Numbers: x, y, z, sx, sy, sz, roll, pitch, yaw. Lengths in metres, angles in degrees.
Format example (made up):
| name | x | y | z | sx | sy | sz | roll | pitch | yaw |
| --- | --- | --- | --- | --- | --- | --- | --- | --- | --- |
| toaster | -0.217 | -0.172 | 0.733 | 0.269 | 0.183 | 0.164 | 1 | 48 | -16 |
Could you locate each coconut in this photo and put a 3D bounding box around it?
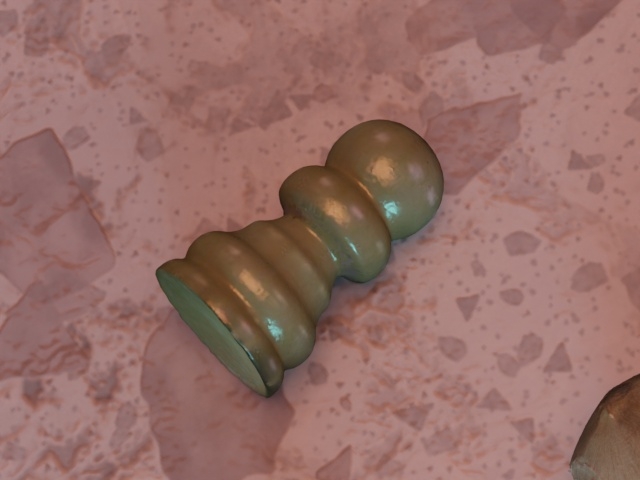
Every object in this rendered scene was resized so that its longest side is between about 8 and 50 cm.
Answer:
| name | x | y | z | sx | sy | sz | roll | pitch | yaw |
| --- | --- | --- | --- | --- | --- | --- | --- | --- | --- |
| coconut | 0.278 | 0.175 | 1.527 | 0.161 | 0.161 | 0.162 | -46 | 106 | -9 |

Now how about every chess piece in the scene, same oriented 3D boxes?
| name | x | y | z | sx | sy | sz | roll | pitch | yaw |
| --- | --- | --- | --- | --- | --- | --- | --- | --- | --- |
| chess piece | 0.000 | 0.000 | 1.646 | 0.251 | 0.144 | 0.144 | -41 | 72 | -15 |
